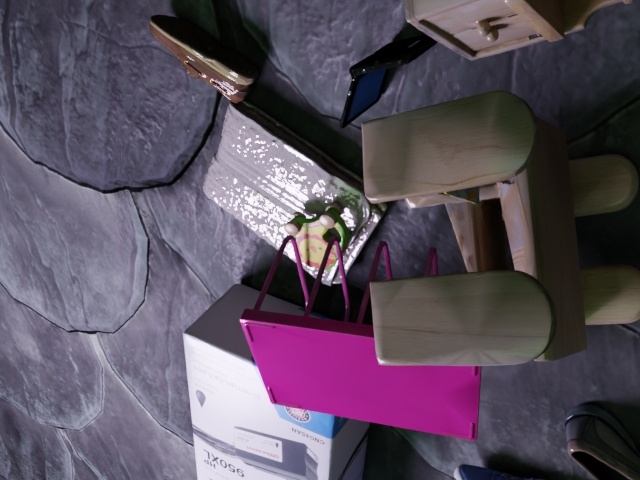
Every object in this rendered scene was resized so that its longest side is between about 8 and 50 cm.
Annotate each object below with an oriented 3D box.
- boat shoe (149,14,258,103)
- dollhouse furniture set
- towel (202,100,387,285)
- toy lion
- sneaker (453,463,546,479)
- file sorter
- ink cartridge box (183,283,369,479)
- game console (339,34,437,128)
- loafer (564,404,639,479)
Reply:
[{"bbox_3d":[-0.174,-0.259,0.931,0.178,0.064,0.060,34,128,6],"label":"boat shoe"},{"bbox_3d":[0.239,-0.093,0.602,0.256,0.362,0.394,-8,83,37],"label":"dollhouse furniture set"},{"bbox_3d":[-0.049,-0.065,0.984,0.282,0.049,0.187,35,130,9],"label":"towel"},{"bbox_3d":[0.000,0.000,0.946,0.100,0.034,0.096,-12,121,34],"label":"toy lion"},{"bbox_3d":[0.316,0.401,1.033,0.211,0.080,0.081,20,121,8],"label":"sneaker"},{"bbox_3d":[0.076,0.116,0.882,0.291,0.182,0.202,6,138,17],"label":"file sorter"},{"bbox_3d":[-0.071,0.313,1.151,0.285,0.166,0.395,18,126,22],"label":"ink cartridge box"},{"bbox_3d":[0.084,-0.191,0.775,0.107,0.122,0.071,-3,117,33],"label":"game console"},{"bbox_3d":[0.439,0.353,0.914,0.267,0.084,0.096,45,131,0],"label":"loafer"}]
